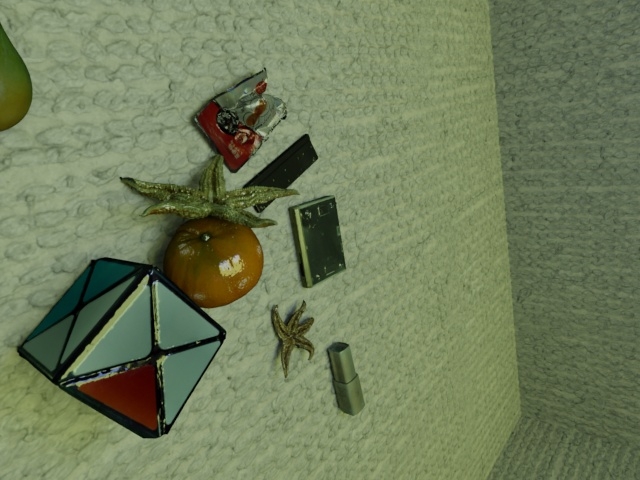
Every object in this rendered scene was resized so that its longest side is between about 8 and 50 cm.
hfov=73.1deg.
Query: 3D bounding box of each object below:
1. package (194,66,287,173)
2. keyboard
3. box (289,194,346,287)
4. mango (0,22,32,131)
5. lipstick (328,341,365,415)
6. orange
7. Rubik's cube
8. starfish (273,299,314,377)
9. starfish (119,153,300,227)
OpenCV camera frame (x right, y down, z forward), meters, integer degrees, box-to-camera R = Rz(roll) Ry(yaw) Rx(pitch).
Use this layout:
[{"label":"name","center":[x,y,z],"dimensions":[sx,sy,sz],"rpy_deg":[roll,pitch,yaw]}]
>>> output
[{"label":"package","center":[-0.202,-0.335,1.164],"dimensions":[0.269,0.071,0.194],"rpy_deg":[-50,125,-17]},{"label":"keyboard","center":[-0.111,-0.210,1.298],"dimensions":[0.310,0.018,0.101],"rpy_deg":[-49,127,-34]},{"label":"box","center":[0.000,0.000,1.412],"dimensions":[0.211,0.045,0.270],"rpy_deg":[-20,107,-44]},{"label":"mango","center":[-0.580,-0.304,0.708],"dimensions":[0.156,0.114,0.251],"rpy_deg":[-24,111,-37]},{"label":"lipstick","center":[0.088,0.483,1.515],"dimensions":[0.077,0.079,0.253],"rpy_deg":[-29,112,-42]},{"label":"orange","center":[-0.249,0.038,1.004],"dimensions":[0.240,0.240,0.171],"rpy_deg":[-52,152,-32]},{"label":"Rubik's cube","center":[-0.384,0.203,0.857],"dimensions":[0.250,0.246,0.248],"rpy_deg":[54,55,-35]},{"label":"starfish","center":[-0.088,0.297,1.329],"dimensions":[0.213,0.057,0.238],"rpy_deg":[42,58,-32]},{"label":"starfish","center":[-0.241,-0.087,0.961],"dimensions":[0.347,0.358,0.078],"rpy_deg":[-19,133,-41]}]
